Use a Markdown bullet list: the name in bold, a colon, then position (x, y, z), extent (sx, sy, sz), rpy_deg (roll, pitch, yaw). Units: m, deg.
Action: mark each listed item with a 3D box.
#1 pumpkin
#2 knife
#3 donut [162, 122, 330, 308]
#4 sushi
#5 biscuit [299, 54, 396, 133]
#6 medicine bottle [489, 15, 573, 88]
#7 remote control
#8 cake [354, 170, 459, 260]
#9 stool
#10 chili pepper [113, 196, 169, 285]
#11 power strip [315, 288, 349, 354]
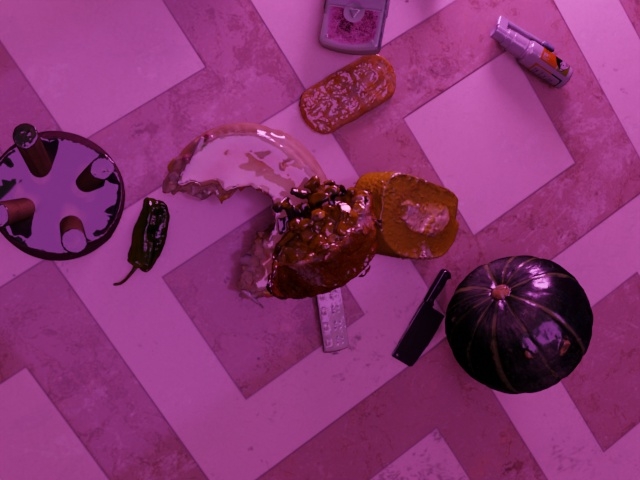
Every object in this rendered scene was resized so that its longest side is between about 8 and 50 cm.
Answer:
- **pumpkin**: position (0.438, 0.183, 1.595), extent (0.323, 0.323, 0.241), rpy_deg (-52, 125, -8)
- **knife**: position (0.257, 0.185, 1.709), extent (0.072, 0.019, 0.245), rpy_deg (31, 86, -17)
- **donut**: position (-0.133, -0.081, 1.535), extent (0.307, 0.150, 0.371), rpy_deg (-37, 100, -10)
- **sushi**: position (0.001, -0.003, 1.426), extent (0.296, 0.167, 0.179), rpy_deg (-37, 130, -7)
- **biscuit**: position (0.066, -0.337, 1.642), extent (0.247, 0.029, 0.118), rpy_deg (-33, 99, -11)
- **medicine bottle**: position (0.514, -0.463, 1.742), extent (0.221, 0.061, 0.092), rpy_deg (29, 60, -13)
- **remote control**: position (0.093, -0.591, 1.614), extent (0.145, 0.050, 0.344), rpy_deg (11, 89, 9)
- **cake**: position (0.187, -0.047, 1.596), extent (0.261, 0.156, 0.179), rpy_deg (16, 86, -35)
- **stool**: position (-0.529, -0.093, 1.420), extent (0.272, 0.178, 0.272), rpy_deg (0, 89, -14)
- **chili pepper**: position (-0.371, 0.011, 1.522), extent (0.072, 0.073, 0.204), rpy_deg (17, 88, -28)
- **power strip**: position (0.020, 0.139, 1.640), extent (0.060, 0.027, 0.252), rpy_deg (-9, 93, -14)
